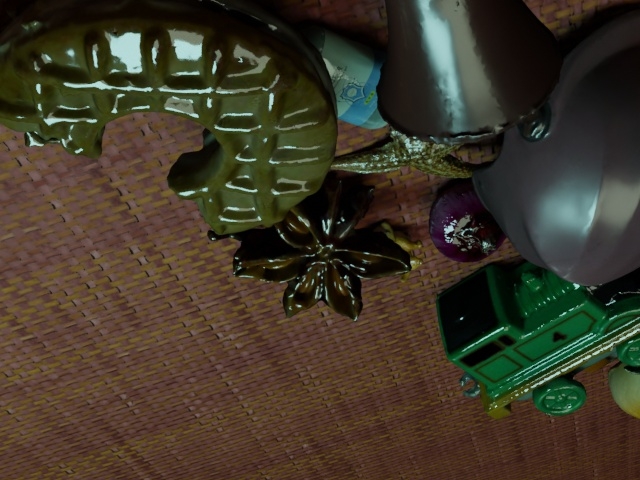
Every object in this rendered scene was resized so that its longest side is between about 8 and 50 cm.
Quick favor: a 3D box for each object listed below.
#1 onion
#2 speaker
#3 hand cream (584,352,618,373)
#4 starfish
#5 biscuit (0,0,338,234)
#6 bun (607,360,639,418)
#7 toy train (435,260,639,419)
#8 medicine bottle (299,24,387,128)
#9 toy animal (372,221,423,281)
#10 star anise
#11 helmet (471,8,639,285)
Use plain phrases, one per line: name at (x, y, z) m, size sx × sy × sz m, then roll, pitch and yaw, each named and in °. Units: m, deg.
onion at (0.198, -0.021, 1.581) m, size 0.115 × 0.104 × 0.115 m, roll -13°, pitch 133°, yaw -15°
speaker at (0.149, -0.269, 1.117) m, size 0.259 × 0.198 × 0.329 m, roll -6°, pitch 141°, yaw 10°
hand cream at (0.534, 0.096, 1.929) m, size 0.314 × 0.089 × 0.139 m, roll -41°, pitch 151°, yaw 27°
starfish at (0.118, -0.116, 1.445) m, size 0.238 × 0.057 × 0.213 m, roll -27°, pitch 139°, yaw 17°
biscuit at (-0.136, -0.141, 1.191) m, size 0.366 × 0.115 × 0.268 m, roll 25°, pitch 138°, yaw -34°
bun at (0.617, 0.195, 1.946) m, size 0.299 × 0.165 × 0.299 m, roll -35°, pitch 170°, yaw -7°
toy train at (0.350, 0.109, 1.793) m, size 0.429 × 0.178 × 0.249 m, roll -35°, pitch 132°, yaw 28°
medicine bottle at (-0.001, -0.181, 1.289) m, size 0.208 × 0.054 × 0.090 m, roll 15°, pitch 126°, yaw -32°
toy animal at (0.092, 0.014, 1.630) m, size 0.083 × 0.060 × 0.081 m, roll 3°, pitch 109°, yaw -33°
star anise at (0.000, 0.000, 1.521) m, size 0.190 × 0.126 × 0.220 m, roll -33°, pitch 116°, yaw 26°
helmet at (0.347, -0.083, 1.428) m, size 0.271 × 0.197 × 0.338 m, roll 1°, pitch 140°, yaw -36°
